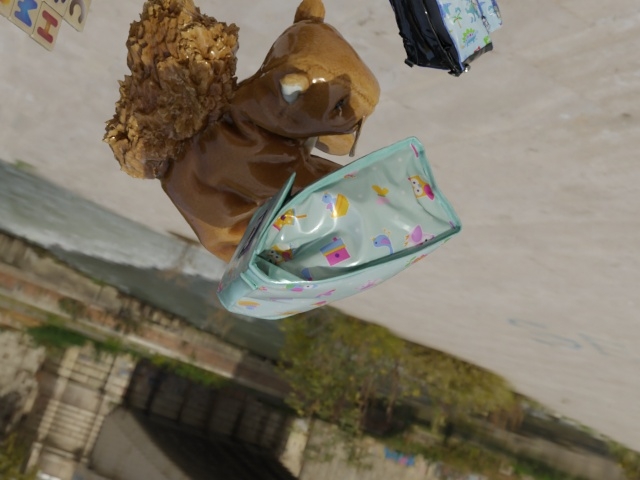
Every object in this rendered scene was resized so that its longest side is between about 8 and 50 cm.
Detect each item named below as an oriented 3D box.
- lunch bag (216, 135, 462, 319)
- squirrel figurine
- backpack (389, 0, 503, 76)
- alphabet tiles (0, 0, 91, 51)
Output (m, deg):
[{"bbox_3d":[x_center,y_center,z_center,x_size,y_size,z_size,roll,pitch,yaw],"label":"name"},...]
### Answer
[{"bbox_3d":[0.000,0.000,1.101,0.262,0.160,0.223,-25,177,-21],"label":"lunch bag"},{"bbox_3d":[-0.115,-0.188,1.304,0.397,0.281,0.370,27,144,-12],"label":"squirrel figurine"},{"bbox_3d":[0.120,-0.238,0.904,0.105,0.084,0.114,29,155,55],"label":"backpack"},{"bbox_3d":[-0.399,-0.443,1.260,0.011,0.285,0.342,11,171,16],"label":"alphabet tiles"}]
